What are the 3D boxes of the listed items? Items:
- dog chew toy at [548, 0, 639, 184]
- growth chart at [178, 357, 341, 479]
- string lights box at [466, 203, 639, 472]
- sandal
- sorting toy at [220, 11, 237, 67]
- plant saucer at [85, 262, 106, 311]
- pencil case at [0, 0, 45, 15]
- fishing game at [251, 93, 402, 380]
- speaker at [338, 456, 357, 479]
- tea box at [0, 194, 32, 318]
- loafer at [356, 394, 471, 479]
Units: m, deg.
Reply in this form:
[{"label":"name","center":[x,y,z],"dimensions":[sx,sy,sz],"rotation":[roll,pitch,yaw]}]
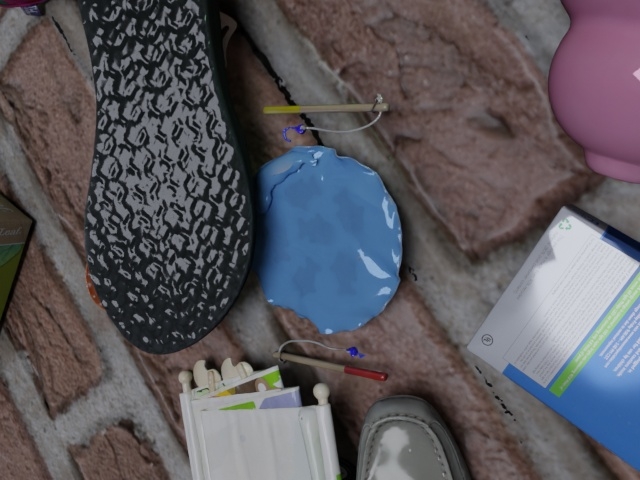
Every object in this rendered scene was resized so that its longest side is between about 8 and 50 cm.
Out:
[{"label":"dog chew toy","center":[0.236,-0.196,0.337],"dimensions":[0.206,0.206,0.332],"rotation":[21,111,24]},{"label":"growth chart","center":[-0.069,0.205,0.585],"dimensions":[0.237,0.021,0.172],"rotation":[-10,82,41]},{"label":"string lights box","center":[0.256,0.097,0.414],"dimensions":[0.259,0.077,0.133],"rotation":[36,110,20]},{"label":"sandal","center":[-0.142,-0.112,0.579],"dimensions":[0.167,0.107,0.446],"rotation":[-1,94,9]},{"label":"sorting toy","center":[-0.128,-0.216,0.611],"dimensions":[0.075,0.045,0.083],"rotation":[18,103,5]},{"label":"plant saucer","center":[-0.255,0.046,0.707],"dimensions":[0.083,0.013,0.083],"rotation":[3,96,28]},{"label":"pencil case","center":[-0.385,-0.397,0.692],"dimensions":[0.104,0.104,0.236],"rotation":[-20,87,27]},{"label":"fishing game","center":[0.000,0.000,0.560],"dimensions":[0.189,0.041,0.264],"rotation":[2,101,35]},{"label":"speaker","center":[-0.002,0.288,0.575],"dimensions":[0.055,0.055,0.136],"rotation":[19,103,25]},{"label":"tea box","center":[-0.619,0.031,0.778],"dimensions":[0.329,0.220,0.323],"rotation":[33,108,21]},{"label":"loafer","center":[0.087,0.297,0.492],"dimensions":[0.112,0.111,0.319],"rotation":[-10,91,14]}]
